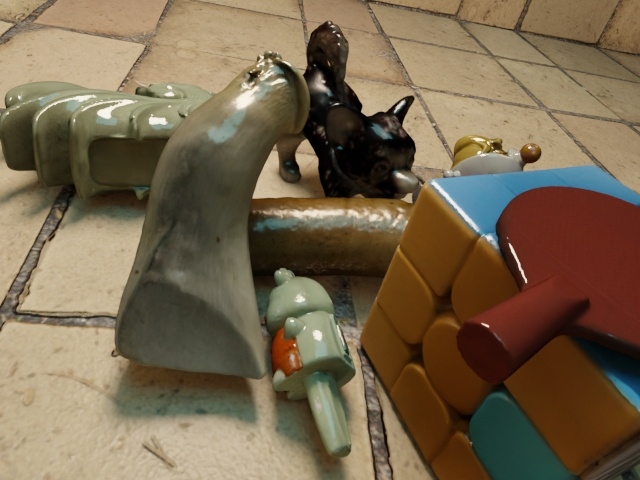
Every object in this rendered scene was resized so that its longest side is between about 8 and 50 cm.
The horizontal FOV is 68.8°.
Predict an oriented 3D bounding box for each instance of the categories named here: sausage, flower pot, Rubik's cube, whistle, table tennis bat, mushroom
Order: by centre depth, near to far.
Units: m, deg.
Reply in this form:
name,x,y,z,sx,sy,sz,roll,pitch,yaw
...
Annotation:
name,x,y,z,sx,sy,sz,roll,pitch,yaw
table tennis bat,0.222,0.028,0.375,0.310,0.038,0.200,-19,50,-33
Rubik's cube,0.261,0.112,0.544,0.291,0.291,0.291,-9,46,-26
mushroom,-0.123,-0.045,0.573,0.178,0.396,0.126,10,-5,-5
whistle,-0.013,0.136,0.574,0.102,0.105,0.253,17,38,-38
sausage,-0.001,-0.002,0.707,0.502,0.123,0.136,2,35,-4
flower pot,-0.338,-0.180,0.804,0.368,0.164,0.254,-2,37,-20

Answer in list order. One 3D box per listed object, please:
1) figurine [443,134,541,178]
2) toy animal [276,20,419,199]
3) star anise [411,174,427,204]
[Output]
name,x,y,z,sx,sy,sz,roll,pitch,yaw
figurine,0.369,-0.093,0.938,0.274,0.194,0.133,43,55,-28
toy animal,0.052,-0.192,0.832,0.194,0.302,0.344,-18,49,-30
star anise,0.240,-0.021,0.839,0.208,0.063,0.171,25,33,-37
